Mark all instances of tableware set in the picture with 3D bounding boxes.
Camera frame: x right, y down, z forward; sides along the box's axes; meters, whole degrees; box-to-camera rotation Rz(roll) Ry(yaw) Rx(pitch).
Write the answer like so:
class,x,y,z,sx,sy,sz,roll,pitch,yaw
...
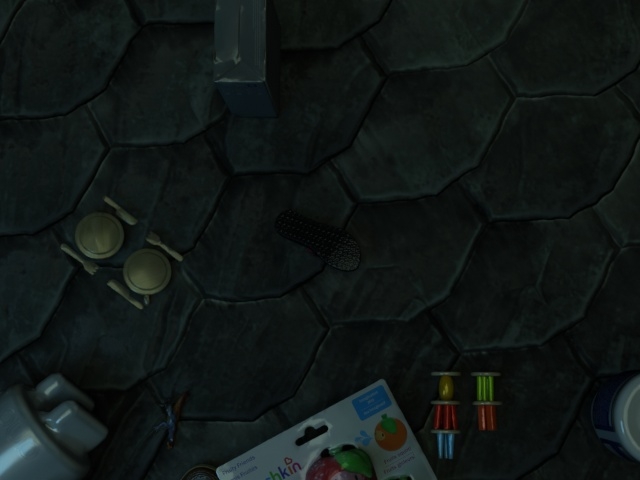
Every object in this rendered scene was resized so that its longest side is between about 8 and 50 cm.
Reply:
class,x,y,z,sx,sy,sz,roll,pitch,yaw
tableware set,-0.355,0.027,1.914,0.194,0.039,0.128,38,74,2

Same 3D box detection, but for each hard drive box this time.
class,x,y,z,sx,sy,sz,roll,pitch,yaw
hard drive box,-0.124,-0.329,1.853,0.089,0.232,0.181,0,81,4

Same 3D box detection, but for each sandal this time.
class,x,y,z,sx,sy,sz,roll,pitch,yaw
sandal,0.000,0.000,1.899,0.179,0.040,0.067,29,79,22

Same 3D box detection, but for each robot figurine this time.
class,x,y,z,sx,sy,sz,roll,pitch,yaw
robot figurine,-0.533,0.381,1.790,0.353,0.200,0.300,-40,43,-3

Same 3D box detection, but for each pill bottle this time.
class,x,y,z,sx,sy,sz,roll,pitch,yaw
pill bottle,0.522,0.283,1.706,0.153,0.264,0.153,0,83,2

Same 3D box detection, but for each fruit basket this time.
class,x,y,z,sx,sy,sz,roll,pitch,yaw
fruit basket,0.052,0.453,1.728,0.327,0.165,0.353,-25,88,-14

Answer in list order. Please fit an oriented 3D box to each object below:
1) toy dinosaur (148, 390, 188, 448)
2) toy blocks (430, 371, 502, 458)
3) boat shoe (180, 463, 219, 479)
class,x,y,z,sx,sy,sz,roll,pitch,yaw
toy dinosaur,-0.259,0.321,1.864,0.090,0.047,0.082,-21,99,-10
toy blocks,0.251,0.300,1.826,0.123,0.054,0.148,0,82,4
boat shoe,-0.243,0.546,1.785,0.123,0.123,0.342,23,84,6
